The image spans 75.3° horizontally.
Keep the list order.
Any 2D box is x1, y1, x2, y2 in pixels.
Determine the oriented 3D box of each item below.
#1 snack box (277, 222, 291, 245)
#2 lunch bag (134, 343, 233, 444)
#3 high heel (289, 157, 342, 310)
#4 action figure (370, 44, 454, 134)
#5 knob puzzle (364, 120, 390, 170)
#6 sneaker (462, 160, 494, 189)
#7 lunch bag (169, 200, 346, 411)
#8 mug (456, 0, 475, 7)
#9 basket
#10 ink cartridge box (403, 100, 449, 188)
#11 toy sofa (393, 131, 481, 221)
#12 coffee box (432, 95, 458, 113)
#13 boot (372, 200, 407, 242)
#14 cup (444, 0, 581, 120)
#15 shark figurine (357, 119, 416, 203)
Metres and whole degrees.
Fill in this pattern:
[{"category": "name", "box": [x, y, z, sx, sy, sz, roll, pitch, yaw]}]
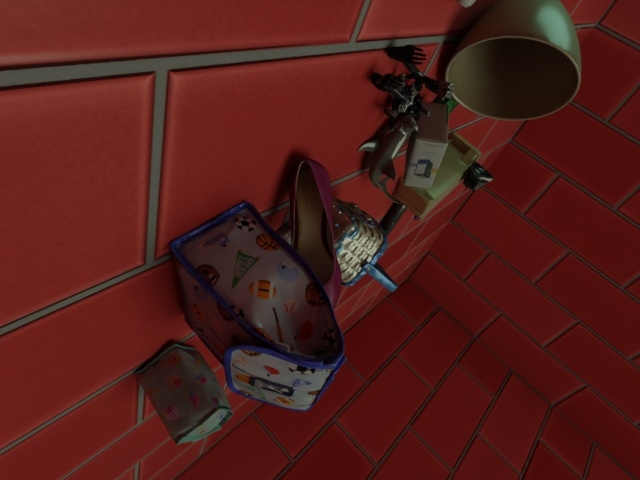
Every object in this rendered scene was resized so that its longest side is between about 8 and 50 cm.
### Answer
[{"category": "snack box", "box": [-0.093, 0.007, 1.182, 0.064, 0.022, 0.178, -44, 162, -7]}, {"category": "lunch bag", "box": [-0.351, 0.418, 1.134, 0.160, 0.223, 0.262, -37, 162, -12]}, {"category": "high heel", "box": [-0.027, 0.010, 0.938, 0.127, 0.378, 0.181, -6, 172, 10]}, {"category": "action figure", "box": [0.219, -0.339, 0.993, 0.164, 0.141, 0.275, -53, 158, 11]}, {"category": "knob puzzle", "box": [0.204, -0.284, 1.239, 0.213, 0.030, 0.213, -42, 161, -17]}, {"category": "sneaker", "box": [0.631, -0.249, 1.681, 0.108, 0.100, 0.271, -47, 166, 20]}, {"category": "lunch bag", "box": [-0.127, 0.176, 0.883, 0.239, 0.385, 0.328, -37, 160, -30]}, {"category": "mug", "box": [0.338, -0.561, 0.929, 0.078, 0.062, 0.064, -17, 153, -45]}, {"category": "basket", "box": [0.086, 0.017, 1.168, 0.201, 0.255, 0.289, -44, 136, 4]}, {"category": "ink cartridge box", "box": [0.314, -0.282, 1.247, 0.212, 0.093, 0.154, 93, 7, -61]}, {"category": "toy sofa", "box": [0.470, -0.257, 1.694, 0.362, 0.150, 0.177, -42, 164, -18]}, {"category": "coffee box", "box": [0.381, -0.414, 1.349, 0.184, 0.040, 0.113, -50, 161, 10]}, {"category": "boot", "box": [0.305, -0.082, 1.802, 0.208, 0.076, 0.189, -51, 177, 32]}, {"category": "cup", "box": [0.534, -0.519, 1.120, 0.331, 0.331, 0.237, 61, 48, -71]}, {"category": "shark figurine", "box": [0.190, -0.197, 1.195, 0.166, 0.116, 0.278, -22, 149, -20]}]
